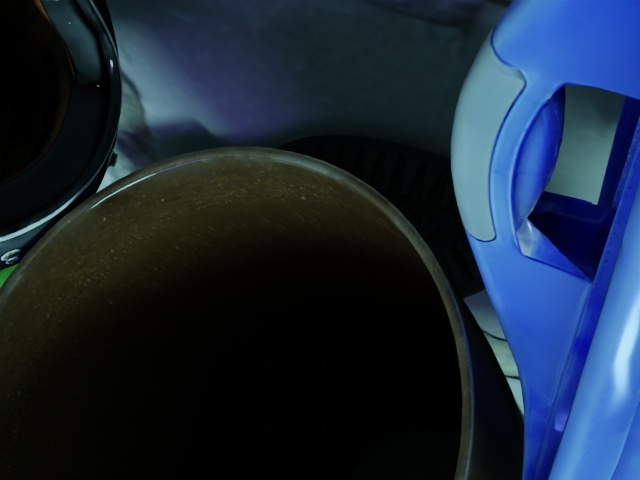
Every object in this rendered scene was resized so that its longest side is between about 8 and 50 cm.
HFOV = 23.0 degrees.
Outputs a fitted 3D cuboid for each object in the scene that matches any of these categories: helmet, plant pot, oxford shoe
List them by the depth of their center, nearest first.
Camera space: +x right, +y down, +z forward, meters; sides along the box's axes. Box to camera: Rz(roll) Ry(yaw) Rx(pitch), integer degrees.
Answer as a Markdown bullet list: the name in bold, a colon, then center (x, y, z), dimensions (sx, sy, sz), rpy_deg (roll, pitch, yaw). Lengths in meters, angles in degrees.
- **helmet**: center (-0.160, -0.069, 0.643), dimensions (0.169, 0.169, 0.161), rpy_deg (10, 129, 26)
- **plant pot**: center (0.001, 0.103, 0.646), dimensions (0.215, 0.215, 0.230), rpy_deg (8, 165, 29)
- **oxford shoe**: center (0.000, 0.000, 0.754), dimensions (0.227, 0.082, 0.096), rpy_deg (-1, 169, 33)

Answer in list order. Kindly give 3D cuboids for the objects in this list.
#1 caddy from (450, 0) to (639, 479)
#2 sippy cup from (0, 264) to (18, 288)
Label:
- **caddy**: center (0.125, -0.012, 0.443), dimensions (0.179, 0.241, 0.341), rpy_deg (14, 150, 7)
- **sippy cup**: center (-0.284, 0.028, 0.853), dimensions (0.240, 0.224, 0.305), rpy_deg (32, 151, -13)
